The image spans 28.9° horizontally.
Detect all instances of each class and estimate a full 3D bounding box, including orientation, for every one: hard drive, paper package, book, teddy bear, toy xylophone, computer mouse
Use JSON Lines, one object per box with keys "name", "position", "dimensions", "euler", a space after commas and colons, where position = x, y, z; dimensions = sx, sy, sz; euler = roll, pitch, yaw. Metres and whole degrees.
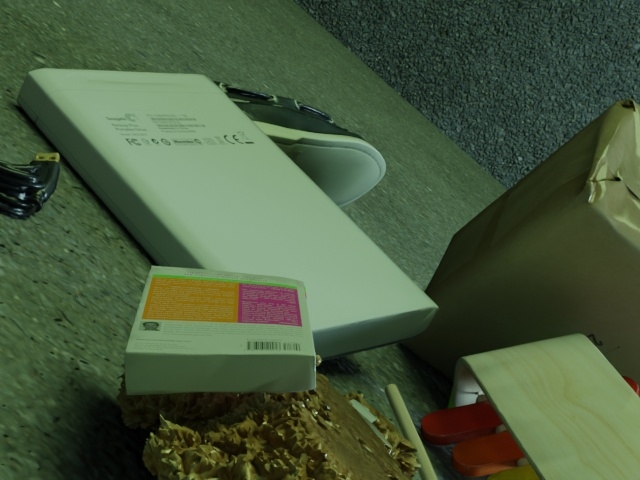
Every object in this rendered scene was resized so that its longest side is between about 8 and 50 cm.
{"name": "hard drive", "position": [-0.082, -0.031, 1.110], "dimensions": [0.353, 0.047, 0.233], "euler": [45, 30, 26]}
{"name": "paper package", "position": [0.298, 0.070, 1.261], "dimensions": [0.309, 0.325, 0.168], "euler": [38, 49, -8]}
{"name": "book", "position": [-0.053, 0.048, 0.689], "dimensions": [0.096, 0.035, 0.144], "euler": [0, 13, -2]}
{"name": "teddy bear", "position": [-0.017, 0.141, 0.737], "dimensions": [0.245, 0.113, 0.338], "euler": [41, 4, -20]}
{"name": "toy xylophone", "position": [0.183, 0.179, 1.026], "dimensions": [0.236, 0.081, 0.323], "euler": [-7, 28, -4]}
{"name": "computer mouse", "position": [-0.270, -0.123, 0.954], "dimensions": [0.184, 0.060, 0.262], "euler": [33, 18, -26]}

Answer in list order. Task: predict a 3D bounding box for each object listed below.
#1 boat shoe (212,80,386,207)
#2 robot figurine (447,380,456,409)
{"name": "boat shoe", "position": [-0.045, -0.113, 1.428], "dimensions": [0.340, 0.127, 0.113], "euler": [3, 49, -54]}
{"name": "robot figurine", "position": [0.174, 0.166, 1.218], "dimensions": [0.101, 0.067, 0.115], "euler": [22, 17, -18]}
